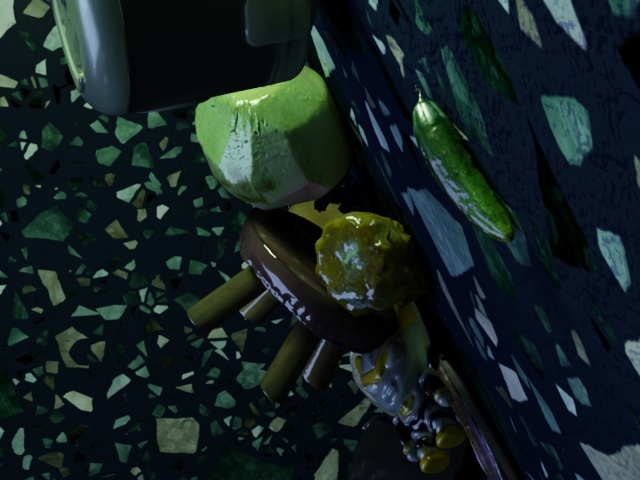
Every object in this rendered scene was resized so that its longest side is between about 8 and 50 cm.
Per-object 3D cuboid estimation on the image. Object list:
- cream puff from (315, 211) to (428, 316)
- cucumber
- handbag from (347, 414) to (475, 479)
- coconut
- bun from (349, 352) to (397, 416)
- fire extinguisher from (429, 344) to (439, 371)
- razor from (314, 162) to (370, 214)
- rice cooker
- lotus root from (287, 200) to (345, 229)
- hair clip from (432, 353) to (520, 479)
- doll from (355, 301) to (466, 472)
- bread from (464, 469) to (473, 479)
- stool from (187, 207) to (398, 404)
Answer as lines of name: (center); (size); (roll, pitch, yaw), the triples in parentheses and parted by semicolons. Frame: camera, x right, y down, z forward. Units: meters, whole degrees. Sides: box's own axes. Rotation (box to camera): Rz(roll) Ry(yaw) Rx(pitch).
cream puff: (0.073, 0.028, 1.537); (0.116, 0.146, 0.146); (-1, -124, -49)
cucumber: (0.114, -0.060, 0.980); (0.168, 0.039, 0.039); (60, 175, 24)
handbag: (0.148, 0.413, 2.028); (0.075, 0.192, 0.332); (21, 169, -26)
coconut: (-0.065, -0.140, 1.619); (0.204, 0.236, 0.236); (-69, -35, -45)
bun: (0.124, 0.233, 2.065); (0.178, 0.128, 0.193); (57, 175, 48)
fire extinguisher: (0.178, 0.186, 1.818); (0.046, 0.032, 0.100); (-32, -79, -56)
razor: (0.071, -0.002, 1.813); (0.056, 0.093, 0.324); (20, 157, 27)
rice cooker: (-0.148, -0.283, 1.236); (0.288, 0.277, 0.288); (165, 90, -73)
lotus root: (-0.003, 0.000, 2.072); (0.131, 0.146, 0.303); (59, 174, -23)
hair clip: (0.233, 0.305, 1.639); (0.110, 0.095, 0.359); (18, -138, -43)
doll: (0.124, 0.211, 1.720); (0.316, 0.103, 0.145); (-119, 26, -50)
bread: (0.219, 0.459, 2.177); (0.160, 0.147, 0.261); (96, 162, -69)
stool: (-0.038, 0.096, 1.684); (0.272, 0.178, 0.272); (36, -164, -12)
